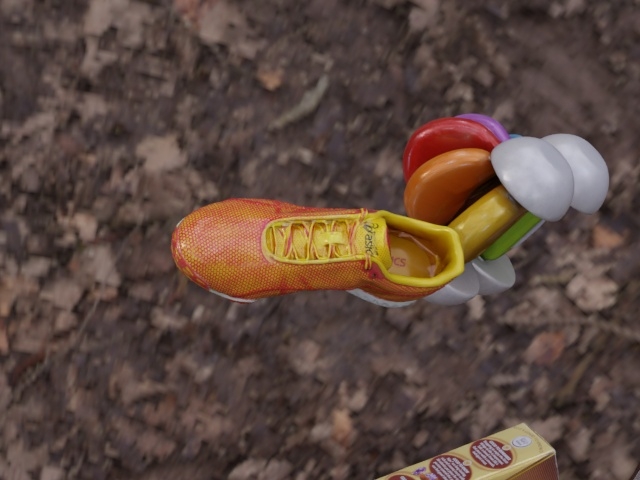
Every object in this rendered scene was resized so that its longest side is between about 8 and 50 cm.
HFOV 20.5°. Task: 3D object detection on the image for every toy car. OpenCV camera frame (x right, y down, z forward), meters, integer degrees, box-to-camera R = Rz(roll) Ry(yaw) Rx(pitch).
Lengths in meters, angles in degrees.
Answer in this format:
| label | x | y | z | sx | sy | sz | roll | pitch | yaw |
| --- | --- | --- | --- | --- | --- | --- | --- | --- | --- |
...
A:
| label | x | y | z | sx | sy | sz | roll | pitch | yaw |
| --- | --- | --- | --- | --- | --- | --- | --- | --- | --- |
| toy car | 0.131 | -0.041 | 1.432 | 0.136 | 0.159 | 0.182 | 52 | 26 | 15 |

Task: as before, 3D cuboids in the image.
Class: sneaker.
| label | x | y | z | sx | sy | sz | roll | pitch | yaw |
| --- | --- | --- | --- | --- | --- | --- | --- | --- | --- |
| sneaker | 0.000 | 0.000 | 0.989 | 0.175 | 0.067 | 0.064 | 1 | 70 | -28 |

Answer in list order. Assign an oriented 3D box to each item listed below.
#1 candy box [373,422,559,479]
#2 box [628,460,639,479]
| label | x | y | z | sx | sy | sz | roll | pitch | yaw |
| --- | --- | --- | --- | --- | --- | --- | --- | --- | --- |
| candy box | 0.084 | 0.216 | 1.277 | 0.187 | 0.109 | 0.053 | -20 | 28 | -17 |
| box | 0.527 | 0.354 | 1.977 | 0.381 | 0.191 | 0.143 | 33 | 95 | 9 |
